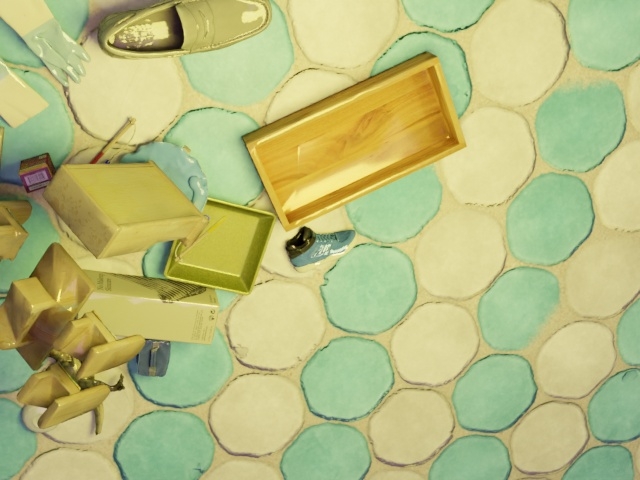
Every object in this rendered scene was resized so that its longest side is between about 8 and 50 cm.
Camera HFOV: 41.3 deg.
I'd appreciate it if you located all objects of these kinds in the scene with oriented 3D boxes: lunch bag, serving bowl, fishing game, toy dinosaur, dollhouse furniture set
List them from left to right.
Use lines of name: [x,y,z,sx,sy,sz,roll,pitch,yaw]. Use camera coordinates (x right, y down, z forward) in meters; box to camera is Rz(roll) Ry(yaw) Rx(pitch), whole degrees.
serving bowl: [-0.588,0.373,1.792,0.083,0.027,0.083,-5,112,-13]
dollhouse furniture set: [-0.431,0.056,1.539,0.362,0.256,0.394,46,113,15]
toy dinosaur: [-0.478,0.284,1.770,0.118,0.064,0.268,-22,118,2]
lunch bag: [-0.348,0.235,1.777,0.067,0.065,0.098,4,111,-17]
fishing game: [-0.308,-0.103,1.642,0.264,0.041,0.189,44,101,-8]

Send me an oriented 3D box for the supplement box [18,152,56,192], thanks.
supplement box: [-0.524,-0.126,1.571,0.055,0.083,0.043,-19,116,-6]

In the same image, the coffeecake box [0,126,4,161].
coffeecake box: [-0.677,-0.145,1.531,0.185,0.068,0.142,8,109,-18]

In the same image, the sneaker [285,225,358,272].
sneaker: [0.000,0.001,1.777,0.152,0.058,0.085,-26,125,4]

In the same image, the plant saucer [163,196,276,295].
plant saucer: [-0.207,0.004,1.731,0.188,0.045,0.188,14,107,-20]

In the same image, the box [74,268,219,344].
box: [-0.350,0.134,1.712,0.275,0.113,0.094,8,109,-19]

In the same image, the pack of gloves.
pack of gloves: [-0.535,-0.336,1.493,0.195,0.046,0.232,-34,138,-1]

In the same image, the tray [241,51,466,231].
tray: [0.071,-0.199,1.706,0.410,0.076,0.203,-26,116,-4]

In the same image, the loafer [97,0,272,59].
loafer: [-0.238,-0.381,1.525,0.319,0.111,0.112,-15,115,-8]
